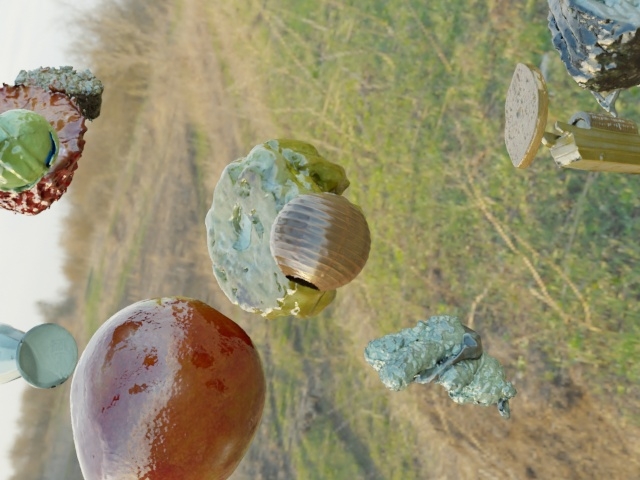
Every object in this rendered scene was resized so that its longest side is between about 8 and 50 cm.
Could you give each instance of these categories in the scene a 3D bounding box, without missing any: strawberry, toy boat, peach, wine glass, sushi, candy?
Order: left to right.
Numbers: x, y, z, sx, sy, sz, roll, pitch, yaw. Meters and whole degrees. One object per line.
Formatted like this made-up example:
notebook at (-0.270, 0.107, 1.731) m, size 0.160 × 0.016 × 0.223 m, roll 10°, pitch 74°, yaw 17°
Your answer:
candy at (-0.435, -0.024, 0.976) m, size 0.335 × 0.092 × 0.093 m, roll -41°, pitch 33°, yaw -6°
strawberry at (-0.463, -0.110, 1.309) m, size 0.178 × 0.234 × 0.234 m, roll 97°, pitch 174°, yaw -48°
wine glass at (-0.312, 0.118, 0.895) m, size 0.155 × 0.073 × 0.073 m, roll -6°, pitch 69°, yaw 45°
sushi at (-0.458, -0.256, 1.520) m, size 0.090 × 0.150 × 0.078 m, roll 62°, pitch 145°, yaw 39°
peach at (-0.241, 0.258, 1.353) m, size 0.332 × 0.308 × 0.308 m, roll -60°, pitch 10°, yaw -17°
toy boat at (0.597, -0.207, 1.817) m, size 0.089 × 0.310 × 0.115 m, roll 151°, pitch 118°, yaw -62°
sushi at (0.473, -0.396, 1.410) m, size 0.171 × 0.211 × 0.350 m, roll 94°, pitch -177°, yaw -53°

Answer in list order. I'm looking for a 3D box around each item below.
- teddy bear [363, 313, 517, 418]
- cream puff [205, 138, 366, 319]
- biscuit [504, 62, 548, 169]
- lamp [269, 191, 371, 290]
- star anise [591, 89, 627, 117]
teddy bear at (0.167, 0.149, 1.110) m, size 0.111 × 0.213 × 0.133 m, roll -69°, pitch 21°, yaw 9°
cream puff at (-0.044, -0.020, 1.622) m, size 0.324 × 0.257 × 0.291 m, roll 56°, pitch 137°, yaw 24°
biscuit at (0.410, -0.253, 1.732) m, size 0.142 × 0.029 × 0.220 m, roll 144°, pitch 130°, yaw -70°
lamp at (0.000, 0.000, 1.153) m, size 0.136 × 0.136 × 0.136 m, roll -167°, pitch 90°, yaw -75°
star anise at (0.550, -0.348, 1.664) m, size 0.061 × 0.204 × 0.180 m, roll 12°, pitch 54°, yaw 48°
